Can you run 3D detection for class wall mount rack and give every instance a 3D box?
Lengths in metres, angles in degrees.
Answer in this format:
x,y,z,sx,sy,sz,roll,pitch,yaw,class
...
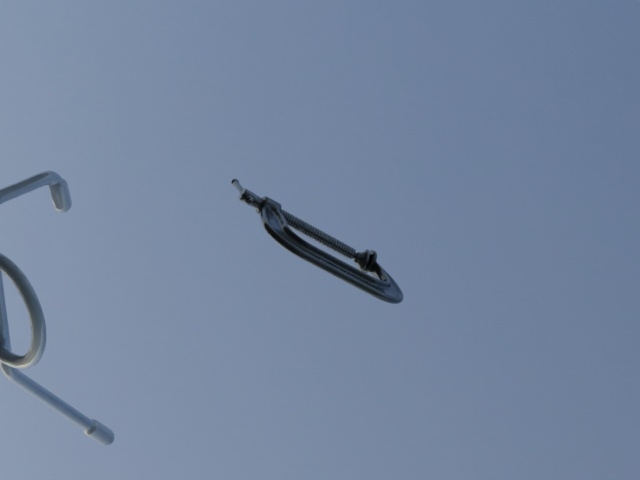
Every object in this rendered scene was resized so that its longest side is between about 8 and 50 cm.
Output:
x,y,z,sx,sy,sz,roll,pitch,yaw,class
-0.327,0.056,1.580,0.350,0.130,0.304,22,-55,39,wall mount rack

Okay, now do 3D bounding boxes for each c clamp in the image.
x,y,z,sx,sy,sz,roll,pitch,yaw,class
0.000,0.000,1.397,0.022,0.160,0.137,-57,-166,11,c clamp
